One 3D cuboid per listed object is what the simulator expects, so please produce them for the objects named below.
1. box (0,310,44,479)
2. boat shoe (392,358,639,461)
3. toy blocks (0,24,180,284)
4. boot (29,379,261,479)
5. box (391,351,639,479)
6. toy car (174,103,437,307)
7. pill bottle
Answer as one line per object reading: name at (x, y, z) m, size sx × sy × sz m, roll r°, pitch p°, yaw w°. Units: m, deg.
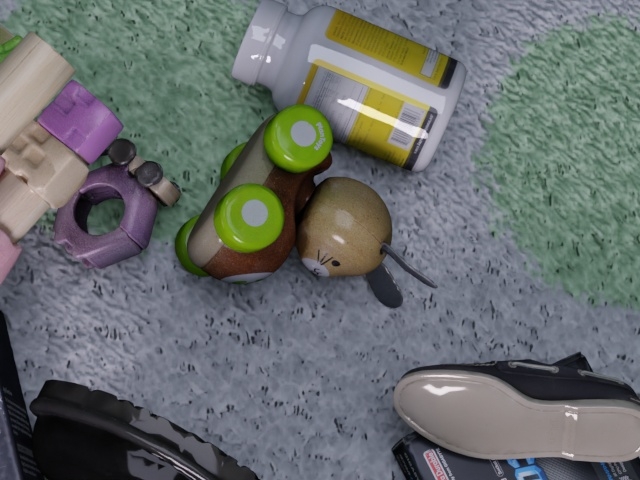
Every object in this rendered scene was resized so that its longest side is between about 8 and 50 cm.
box at (-0.309, 0.138, 1.246) m, size 0.156 × 0.093 × 0.158 m, roll -17°, pitch 76°, yaw -2°
boat shoe at (0.160, 0.130, 1.303) m, size 0.206 × 0.075 × 0.065 m, roll 8°, pitch 28°, yaw 0°
toy blocks at (-0.318, -0.060, 1.238) m, size 0.288 × 0.309 × 0.260 m, roll 38°, pitch 85°, yaw 19°
boot at (-0.115, 0.283, 1.152) m, size 0.348 × 0.131 × 0.260 m, roll 35°, pitch 71°, yaw 2°
box at (0.185, 0.225, 1.325) m, size 0.175 × 0.051 × 0.220 m, roll -23°, pitch 78°, yaw -14°
toy car at (0.000, 0.000, 1.324) m, size 0.188 × 0.155 × 0.149 m, roll 34°, pitch 71°, yaw -10°
pill bottle at (0.023, -0.137, 1.383) m, size 0.184 × 0.103 × 0.103 m, roll 23°, pitch 72°, yaw -1°
